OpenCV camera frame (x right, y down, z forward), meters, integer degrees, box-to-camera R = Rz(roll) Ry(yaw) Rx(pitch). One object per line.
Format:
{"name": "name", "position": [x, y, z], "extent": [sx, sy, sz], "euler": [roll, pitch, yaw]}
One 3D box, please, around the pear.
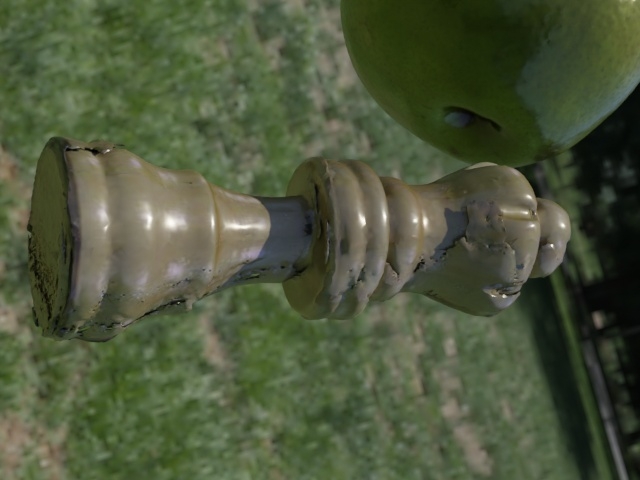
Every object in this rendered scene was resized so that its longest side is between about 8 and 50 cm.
{"name": "pear", "position": [0.108, -0.149, 0.882], "extent": [0.166, 0.180, 0.216], "euler": [69, 34, -51]}

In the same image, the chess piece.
{"name": "chess piece", "position": [0.000, 0.000, 0.480], "extent": [0.060, 0.172, 0.060], "euler": [-179, -90, -67]}
